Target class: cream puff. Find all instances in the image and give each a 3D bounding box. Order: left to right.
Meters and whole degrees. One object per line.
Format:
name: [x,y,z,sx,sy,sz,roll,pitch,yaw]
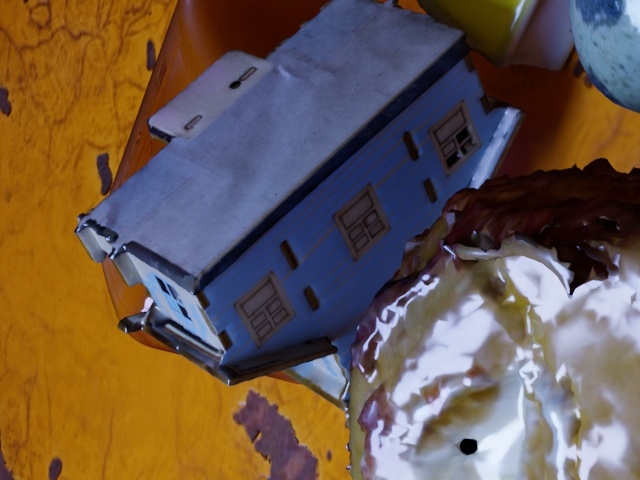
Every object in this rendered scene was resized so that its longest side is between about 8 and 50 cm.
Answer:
cream puff: [0.161,0.119,1.011,0.350,0.229,0.350,9,103,43]

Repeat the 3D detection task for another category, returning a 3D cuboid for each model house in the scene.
model house: [0.000,0.000,1.205,0.178,0.271,0.206,25,152,45]

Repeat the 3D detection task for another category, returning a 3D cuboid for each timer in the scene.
timer: [-0.066,-0.067,1.412,0.257,0.161,0.250,-68,28,26]

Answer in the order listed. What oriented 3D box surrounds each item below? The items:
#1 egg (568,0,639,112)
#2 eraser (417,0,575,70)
egg: [0.205,-0.142,1.030,0.181,0.141,0.141,-57,48,40]
eraser: [0.129,-0.234,1.188,0.158,0.069,0.226,48,125,38]
